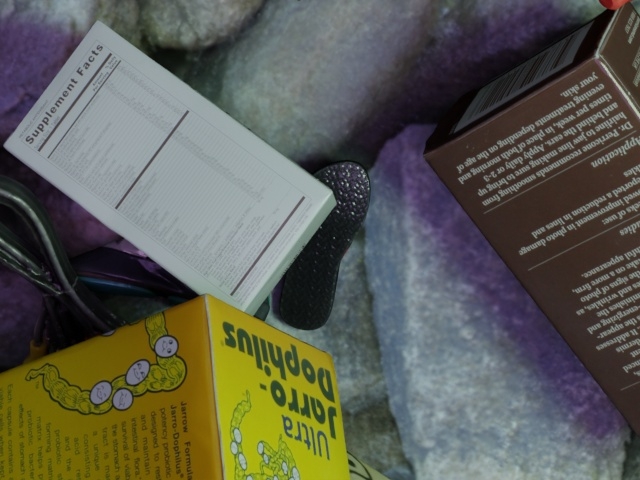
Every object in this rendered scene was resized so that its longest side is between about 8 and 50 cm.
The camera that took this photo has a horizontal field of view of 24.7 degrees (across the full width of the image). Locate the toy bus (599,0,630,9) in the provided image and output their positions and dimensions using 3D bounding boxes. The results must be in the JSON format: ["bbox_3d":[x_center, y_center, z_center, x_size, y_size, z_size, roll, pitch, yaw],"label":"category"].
[{"bbox_3d":[0.288,-0.294,1.194,0.211,0.149,0.220,-35,103,-19],"label":"toy bus"}]

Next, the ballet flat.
[{"bbox_3d":[-0.142,0.029,1.346,0.203,0.074,0.074,13,104,1],"label":"ballet flat"}]

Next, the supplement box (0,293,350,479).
[{"bbox_3d":[-0.174,0.209,1.214,0.356,0.194,0.195,-21,61,25],"label":"supplement box"}]

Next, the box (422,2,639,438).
[{"bbox_3d":[0.288,0.001,1.277,0.191,0.143,0.381,-29,104,34],"label":"box"}]

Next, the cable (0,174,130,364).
[{"bbox_3d":[-0.227,0.068,1.297,0.139,0.072,0.287,1,134,15],"label":"cable"}]

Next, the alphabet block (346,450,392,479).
[{"bbox_3d":[0.001,0.319,1.353,0.192,0.197,0.193,35,101,-9],"label":"alphabet block"}]

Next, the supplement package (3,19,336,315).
[{"bbox_3d":[-0.123,-0.056,1.250,0.244,0.134,0.139,37,89,3],"label":"supplement package"}]

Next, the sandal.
[{"bbox_3d":[0.000,0.000,1.357,0.067,0.040,0.179,16,118,0],"label":"sandal"}]
